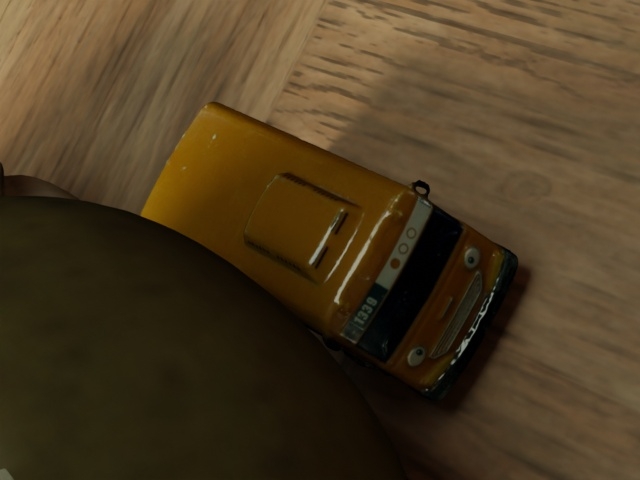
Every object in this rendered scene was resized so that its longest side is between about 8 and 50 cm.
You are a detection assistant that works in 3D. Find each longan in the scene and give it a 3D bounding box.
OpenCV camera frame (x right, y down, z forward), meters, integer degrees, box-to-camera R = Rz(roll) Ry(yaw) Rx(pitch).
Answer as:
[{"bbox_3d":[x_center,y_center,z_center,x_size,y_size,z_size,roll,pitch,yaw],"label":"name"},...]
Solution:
[{"bbox_3d":[-0.129,0.149,0.919,0.361,0.361,0.361,-21,56,34],"label":"longan"}]

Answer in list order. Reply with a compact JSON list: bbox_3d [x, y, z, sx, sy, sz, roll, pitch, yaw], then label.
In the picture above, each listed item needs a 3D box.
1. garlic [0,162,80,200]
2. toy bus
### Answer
[{"bbox_3d":[-0.256,0.059,1.161,0.246,0.231,0.340,-23,48,29],"label":"garlic"},{"bbox_3d":[0.000,0.000,1.036,0.201,0.114,0.098,27,87,48],"label":"toy bus"}]
